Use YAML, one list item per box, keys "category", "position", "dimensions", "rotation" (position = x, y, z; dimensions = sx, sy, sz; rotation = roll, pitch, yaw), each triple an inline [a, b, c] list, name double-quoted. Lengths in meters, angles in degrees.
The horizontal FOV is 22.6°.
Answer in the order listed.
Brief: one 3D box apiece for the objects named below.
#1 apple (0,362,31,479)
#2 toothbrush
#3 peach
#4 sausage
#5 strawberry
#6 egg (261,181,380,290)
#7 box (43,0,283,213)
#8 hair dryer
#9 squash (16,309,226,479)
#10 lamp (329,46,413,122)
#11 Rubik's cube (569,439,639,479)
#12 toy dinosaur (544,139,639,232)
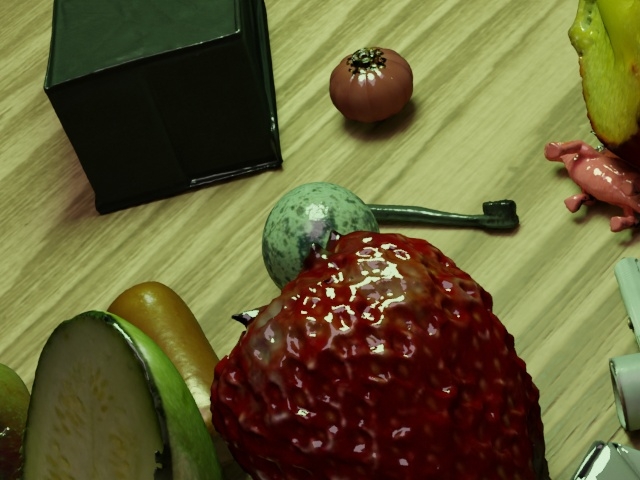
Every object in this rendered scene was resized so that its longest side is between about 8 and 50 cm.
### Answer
- category: "apple"
  position: [-0.376, 0.214, 1.658]
  dimensions: [0.188, 0.174, 0.207]
  rotation: [-36, 60, -16]
- category: "toothbrush"
  position: [0.085, -0.034, 1.856]
  dimensions: [0.297, 0.030, 0.030]
  rotation: [2, 19, 24]
- category: "peach"
  position: [0.381, -0.216, 1.732]
  dimensions: [0.281, 0.281, 0.338]
  rotation: [-38, 53, -21]
- category: "sausage"
  position: [-0.156, 0.143, 1.696]
  dimensions: [0.105, 0.105, 0.274]
  rotation: [-26, 42, -8]
- category: "strawberry"
  position: [0.064, 0.143, 1.485]
  dimensions: [0.292, 0.291, 0.310]
  rotation: [-42, 39, -25]
- category: "egg"
  position: [0.000, 0.000, 1.771]
  dimensions: [0.132, 0.132, 0.172]
  rotation: [-17, 29, 2]
- category: "box"
  position: [-0.199, -0.243, 2.055]
  dimensions: [0.251, 0.204, 0.345]
  rotation: [-14, 41, 5]
- category: "hair dryer"
  position: [0.344, 0.092, 1.608]
  dimensions: [0.131, 0.073, 0.236]
  rotation: [-13, 32, 4]
- category: "squash"
  position: [-0.190, 0.224, 1.459]
  dimensions: [0.210, 0.309, 0.234]
  rotation: [-38, 45, -21]
- category: "lamp"
  position: [0.063, -0.194, 1.989]
  dimensions: [0.108, 0.092, 0.107]
  rotation: [-11, 39, 9]
- category: "Rubik's cube"
  position: [0.275, 0.329, 1.235]
  dimensions: [0.231, 0.224, 0.221]
  rotation: [17, 54, 33]
- category: "toy dinosaur"
  position: [0.368, -0.058, 1.769]
  dimensions: [0.139, 0.070, 0.286]
  rotation: [-20, 37, -36]
